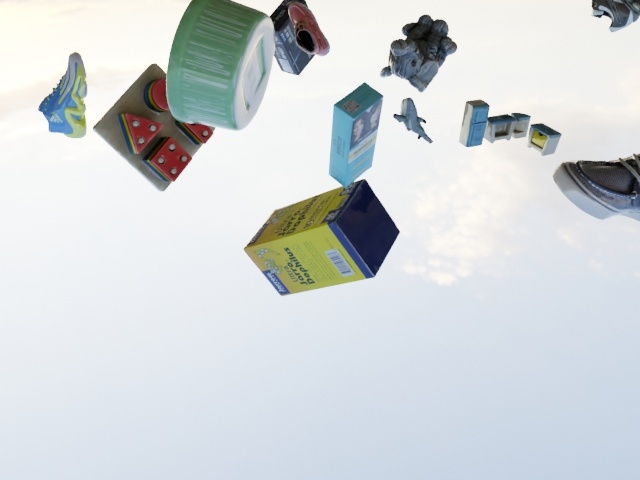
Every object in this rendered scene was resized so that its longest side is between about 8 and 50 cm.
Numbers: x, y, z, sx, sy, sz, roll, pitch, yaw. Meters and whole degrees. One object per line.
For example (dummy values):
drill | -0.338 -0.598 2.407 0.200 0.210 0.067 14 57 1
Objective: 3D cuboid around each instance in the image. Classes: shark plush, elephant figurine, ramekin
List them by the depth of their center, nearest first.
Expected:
ramekin | -0.215 -0.397 1.414 0.148 0.303 0.303 18 -148 6
elephant figurine | 0.230 -0.468 1.609 0.169 0.186 0.239 -1 -141 48
shark plush | 0.270 -0.334 1.768 0.067 0.161 0.073 -7 -149 48

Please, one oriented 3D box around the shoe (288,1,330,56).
shoe | -0.045 -0.586 1.709 0.063 0.178 0.081 -36 173 30

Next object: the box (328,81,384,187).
box | 0.077 -0.233 1.407 0.060 0.244 0.100 41 -114 20

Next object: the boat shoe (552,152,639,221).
boat shoe | 0.568 -0.124 1.109 0.341 0.158 0.127 3 -129 -38

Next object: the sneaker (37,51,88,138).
sneaker | -0.702 -0.392 1.685 0.126 0.240 0.091 -4 -154 -25

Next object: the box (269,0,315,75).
box | -0.085 -0.628 1.909 0.078 0.180 0.147 24 -111 33

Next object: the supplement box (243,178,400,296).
supplement box | 0.000 0.000 1.702 0.357 0.195 0.194 -16 -151 42

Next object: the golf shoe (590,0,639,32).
golf shoe | 0.629 -0.554 1.383 0.077 0.094 0.198 -3 -122 -55

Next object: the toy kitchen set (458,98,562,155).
toy kitchen set | 0.510 -0.300 1.657 0.207 0.122 0.166 -13 -144 -21

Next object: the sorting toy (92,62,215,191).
sorting toy | -0.435 -0.310 1.705 0.089 0.255 0.257 10 -121 52
